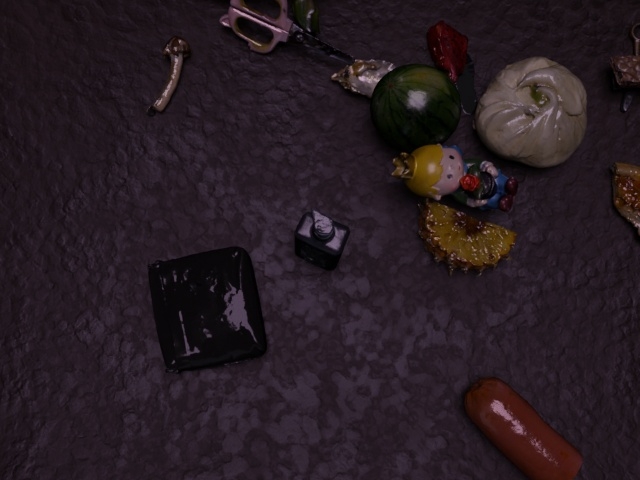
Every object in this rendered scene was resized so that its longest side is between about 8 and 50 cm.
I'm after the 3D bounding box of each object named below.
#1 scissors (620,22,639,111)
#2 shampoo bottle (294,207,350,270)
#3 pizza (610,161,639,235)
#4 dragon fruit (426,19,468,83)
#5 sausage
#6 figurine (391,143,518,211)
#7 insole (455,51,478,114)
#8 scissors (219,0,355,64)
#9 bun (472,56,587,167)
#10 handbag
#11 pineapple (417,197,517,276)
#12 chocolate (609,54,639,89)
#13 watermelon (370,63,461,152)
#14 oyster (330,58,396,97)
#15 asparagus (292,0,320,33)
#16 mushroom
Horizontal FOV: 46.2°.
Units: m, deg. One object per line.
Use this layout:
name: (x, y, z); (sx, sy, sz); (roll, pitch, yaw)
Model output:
scissors: (0.724, -0.392, 1.712); (0.088, 0.017, 0.220); (22, 81, 0)
shampoo bottle: (0.001, 0.000, 1.476); (0.098, 0.309, 0.071); (26, 81, 2)
pizza: (0.731, -0.067, 1.634); (0.134, 0.056, 0.271); (-33, 81, -15)
dragon fruit: (0.282, -0.422, 1.681); (0.097, 0.063, 0.131); (8, 80, 4)
sausage: (0.403, 0.388, 1.520); (0.259, 0.113, 0.113); (43, 82, 5)
figurine: (0.276, -0.126, 1.535); (0.234, 0.185, 0.127); (21, 100, -38)
insole: (0.330, -0.358, 1.703); (0.053, 0.002, 0.152); (-10, 80, -3)
scissors: (-0.069, -0.460, 1.654); (0.317, 0.160, 0.024); (24, 38, 1)
bun: (0.463, -0.277, 1.615); (0.259, 0.160, 0.259); (1, 80, -4)
handbag: (-0.237, 0.142, 1.562); (0.223, 0.080, 0.247); (-11, 80, -3)
pineapple: (0.296, 0.009, 1.599); (0.233, 0.079, 0.135); (22, 82, 3)
chocolate: (0.805, -0.373, 1.680); (0.329, 0.065, 0.102); (-2, 68, -7)
watermelon: (0.209, -0.275, 1.602); (0.188, 0.215, 0.188); (-23, 52, 33)
oyster: (0.113, -0.353, 1.676); (0.146, 0.045, 0.121); (-26, 78, -13)
asparagus: (-0.040, -0.597, 1.704); (0.080, 0.080, 0.287); (-1, 83, -1)
mushroom: (-0.338, -0.365, 1.664); (0.060, 0.061, 0.187); (18, 84, -3)
